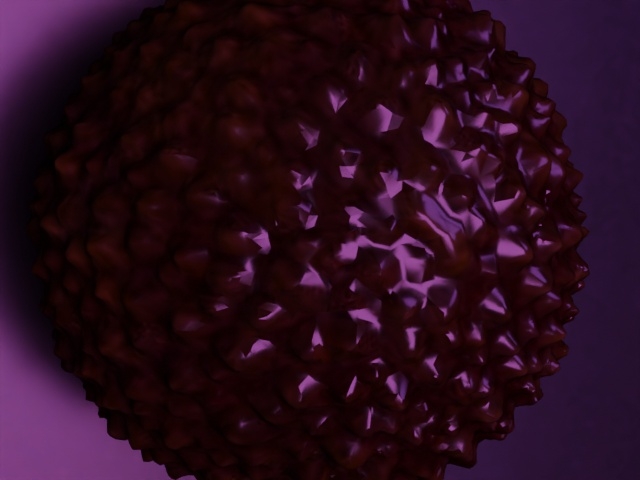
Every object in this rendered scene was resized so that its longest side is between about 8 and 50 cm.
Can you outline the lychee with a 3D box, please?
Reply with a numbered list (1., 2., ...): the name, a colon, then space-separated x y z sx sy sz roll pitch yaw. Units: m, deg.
1. lychee: 0.000 0.000 0.630 0.188 0.188 0.188 -2 95 -20
